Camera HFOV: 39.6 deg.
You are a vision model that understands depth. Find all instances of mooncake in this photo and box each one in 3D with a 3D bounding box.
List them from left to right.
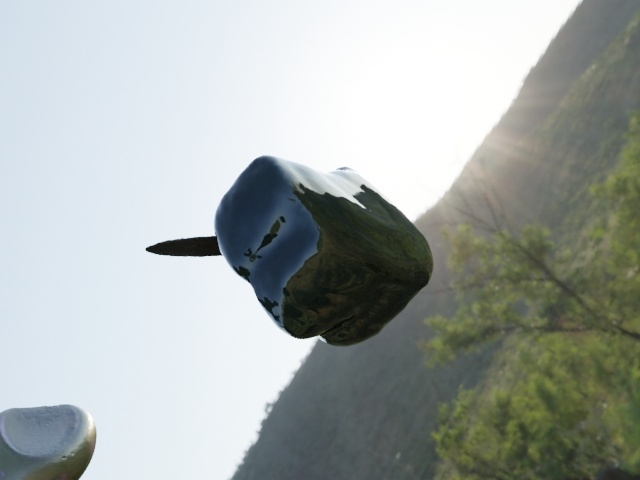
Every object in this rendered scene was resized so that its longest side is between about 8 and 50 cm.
[{"bbox_3d":[0.000,0.000,0.680,0.104,0.175,0.168,-43,37,23],"label":"mooncake"}]

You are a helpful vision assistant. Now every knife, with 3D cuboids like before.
[{"bbox_3d":[-0.072,0.005,0.796,0.010,0.170,0.023,-146,57,-63],"label":"knife"}]

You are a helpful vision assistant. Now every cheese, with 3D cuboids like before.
[{"bbox_3d":[-0.228,0.191,0.724,0.192,0.097,0.038,-135,46,-66],"label":"cheese"}]
